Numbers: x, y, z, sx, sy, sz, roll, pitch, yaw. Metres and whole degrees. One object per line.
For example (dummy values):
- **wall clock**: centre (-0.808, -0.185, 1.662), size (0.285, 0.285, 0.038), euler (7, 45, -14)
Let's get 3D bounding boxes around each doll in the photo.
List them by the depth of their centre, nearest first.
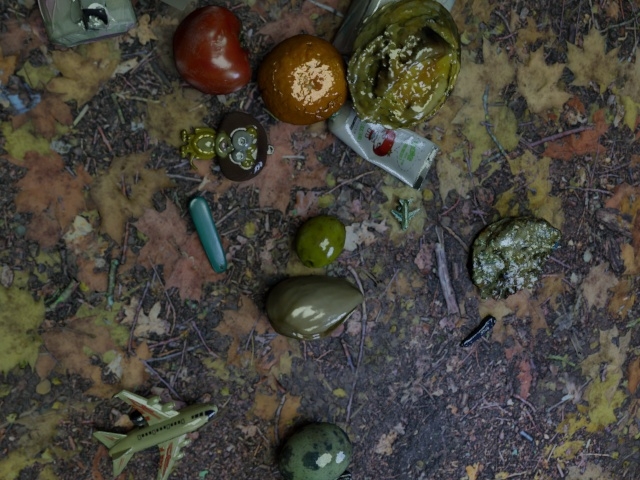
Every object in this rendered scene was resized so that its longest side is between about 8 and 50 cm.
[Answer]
- **doll**: centre (-0.194, -0.188, 1.646), size (0.188, 0.096, 0.145), euler (-21, 102, -9)

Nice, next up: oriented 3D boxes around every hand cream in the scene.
- **hand cream**: centre (0.136, -0.232, 1.808), size (0.336, 0.076, 0.121), euler (25, 92, -33)

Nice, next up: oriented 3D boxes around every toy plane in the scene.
- **toy plane**: centre (-0.347, 0.410, 1.699), size (0.256, 0.104, 0.242), euler (-25, 108, -18)
- **toy plane**: centre (0.201, -0.063, 1.885), size (0.080, 0.033, 0.083), euler (-5, 110, -24)

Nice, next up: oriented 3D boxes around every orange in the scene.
- **orange**: centre (-0.036, -0.334, 1.644), size (0.193, 0.161, 0.193), euler (-1, 93, -12)

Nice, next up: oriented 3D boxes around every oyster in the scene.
- **oyster**: centre (0.500, 0.038, 2.015), size (0.259, 0.092, 0.198), euler (-26, 107, -14)

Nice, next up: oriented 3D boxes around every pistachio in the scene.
- **pistachio**: centre (-0.014, 0.150, 1.778), size (0.238, 0.138, 0.153), euler (0, 67, -25)

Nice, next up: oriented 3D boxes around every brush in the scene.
- **brush**: centre (-0.245, -0.013, 1.697), size (0.043, 0.032, 0.193), euler (-29, 124, -21)

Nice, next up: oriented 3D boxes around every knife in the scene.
- **knife**: centre (0.412, 0.240, 2.056), size (0.121, 0.018, 0.031), euler (-38, 121, -12)

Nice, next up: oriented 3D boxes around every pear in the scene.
- **pear**: centre (0.000, 0.000, 1.770), size (0.107, 0.107, 0.131), euler (37, 73, -26)

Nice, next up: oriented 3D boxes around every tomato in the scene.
- **tomato**: centre (-0.216, -0.374, 1.553), size (0.151, 0.187, 0.187), euler (-9, 106, 0)

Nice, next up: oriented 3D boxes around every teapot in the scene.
- **teapot**: centre (-0.440, -0.447, 1.409), size (0.163, 0.221, 0.178), euler (-13, 104, 9)

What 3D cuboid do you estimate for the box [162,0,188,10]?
- **box**: centre (-0.300, -0.533, 1.468), size (0.141, 0.201, 0.058), euler (22, 134, -26)

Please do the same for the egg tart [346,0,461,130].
- **egg tart**: centre (0.187, -0.359, 1.630), size (0.297, 0.132, 0.297), euler (-11, 115, -25)

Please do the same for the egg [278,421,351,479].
- **egg**: centre (-0.013, 0.507, 1.852), size (0.181, 0.141, 0.141), euler (-22, 110, -10)

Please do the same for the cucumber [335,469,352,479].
- **cucumber**: centre (-0.054, 0.610, 1.893), size (0.265, 0.077, 0.077), euler (-18, 108, -21)

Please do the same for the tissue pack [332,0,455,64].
- **tissue pack**: centre (0.164, -0.487, 1.724), size (0.201, 0.124, 0.271), euler (25, 89, -27)
